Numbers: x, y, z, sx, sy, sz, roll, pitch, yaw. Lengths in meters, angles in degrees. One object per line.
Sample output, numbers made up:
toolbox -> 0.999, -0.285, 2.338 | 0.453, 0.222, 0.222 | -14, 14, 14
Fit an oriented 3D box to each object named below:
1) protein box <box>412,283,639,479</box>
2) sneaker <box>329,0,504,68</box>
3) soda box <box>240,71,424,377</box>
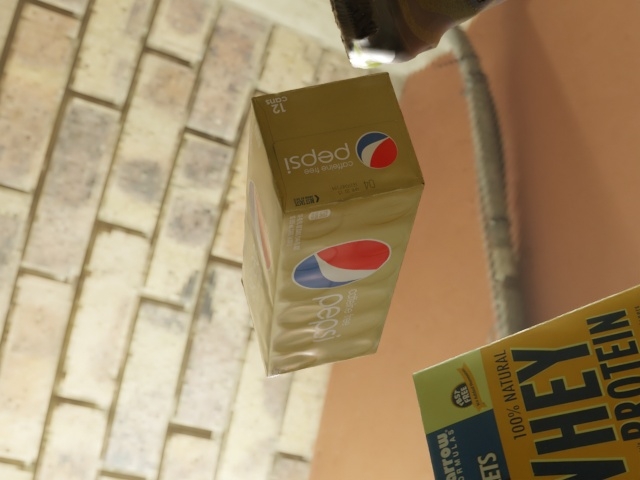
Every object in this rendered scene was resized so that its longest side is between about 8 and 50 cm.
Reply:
protein box -> 0.193, 0.140, 0.804 | 0.201, 0.200, 0.136 | -23, -131, 16
sneaker -> 0.105, -0.176, 0.691 | 0.121, 0.300, 0.111 | 4, -56, 39
soda box -> 0.000, 0.000, 0.629 | 0.181, 0.061, 0.058 | 99, -23, -62
